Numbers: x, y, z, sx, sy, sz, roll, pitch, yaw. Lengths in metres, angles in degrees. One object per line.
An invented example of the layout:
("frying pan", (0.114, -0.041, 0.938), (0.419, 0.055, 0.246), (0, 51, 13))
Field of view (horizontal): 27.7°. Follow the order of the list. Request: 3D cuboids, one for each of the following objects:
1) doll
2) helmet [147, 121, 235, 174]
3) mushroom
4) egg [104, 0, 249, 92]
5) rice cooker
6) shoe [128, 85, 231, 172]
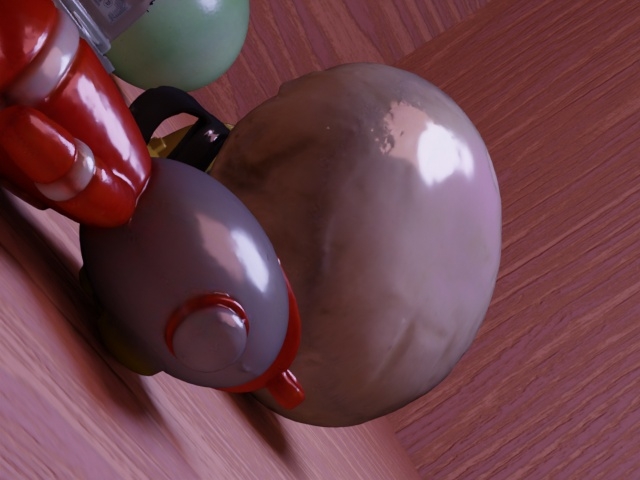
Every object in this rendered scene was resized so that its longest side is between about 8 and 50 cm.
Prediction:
("doll", (-0.114, -0.021, 0.692), (0.336, 0.105, 0.200), (49, 2, -26))
("helmet", (-0.103, -0.060, 1.461), (0.205, 0.140, 0.257), (57, -2, 6))
("mushroom", (0.029, 0.015, 1.145), (0.315, 0.315, 0.356), (57, -10, 14))
("egg", (-0.209, -0.314, 1.633), (0.270, 0.220, 0.220), (60, 0, -15))
("rice cooker", (-0.218, -0.224, 1.044), (0.206, 0.127, 0.145), (47, -4, 37))
("shoe", (-0.149, -0.092, 1.230), (0.093, 0.108, 0.241), (37, 5, -8))
